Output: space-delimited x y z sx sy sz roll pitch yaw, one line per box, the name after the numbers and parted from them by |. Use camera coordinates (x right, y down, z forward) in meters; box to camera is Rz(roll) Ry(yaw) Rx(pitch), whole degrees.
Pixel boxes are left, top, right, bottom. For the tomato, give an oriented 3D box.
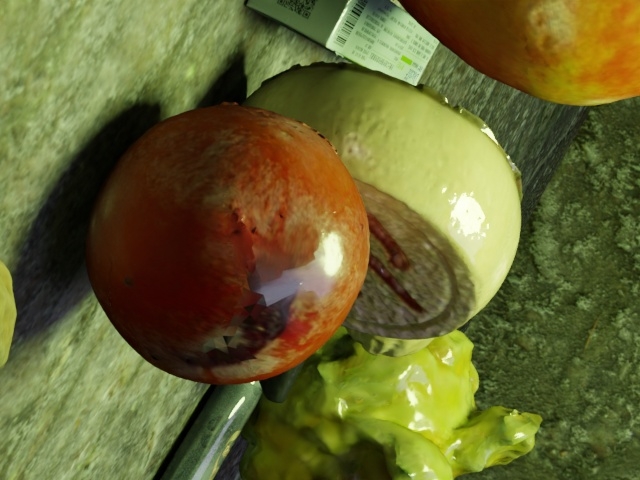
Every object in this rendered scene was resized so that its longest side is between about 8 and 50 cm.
-0.068 0.006 1.188 0.184 0.208 0.208 -75 -177 -52 | tomato

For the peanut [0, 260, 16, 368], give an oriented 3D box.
-0.222 0.030 0.940 0.093 0.083 0.194 -37 157 -29 | peanut

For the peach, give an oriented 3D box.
0.196 -0.297 1.236 0.388 0.388 0.388 -55 166 -22 | peach

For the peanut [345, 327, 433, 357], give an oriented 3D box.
0.082 -0.010 1.740 0.147 0.147 0.305 99 -7 -56 | peanut

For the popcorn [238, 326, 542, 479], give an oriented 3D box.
0.058 0.198 1.865 0.335 0.279 0.274 -37 170 33 | popcorn

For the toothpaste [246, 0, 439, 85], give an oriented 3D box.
0.030 -0.191 1.419 0.067 0.081 0.336 -62 167 6 | toothpaste

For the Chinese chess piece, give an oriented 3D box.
0.036 -0.030 1.365 0.270 0.270 0.112 96 17 -59 | Chinese chess piece

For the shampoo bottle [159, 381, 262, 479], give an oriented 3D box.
-0.132 0.237 1.772 0.234 0.049 0.087 -59 172 -8 | shampoo bottle

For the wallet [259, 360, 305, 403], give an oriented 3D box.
0.000 0.000 1.682 0.170 0.044 0.321 -101 -149 -63 | wallet
